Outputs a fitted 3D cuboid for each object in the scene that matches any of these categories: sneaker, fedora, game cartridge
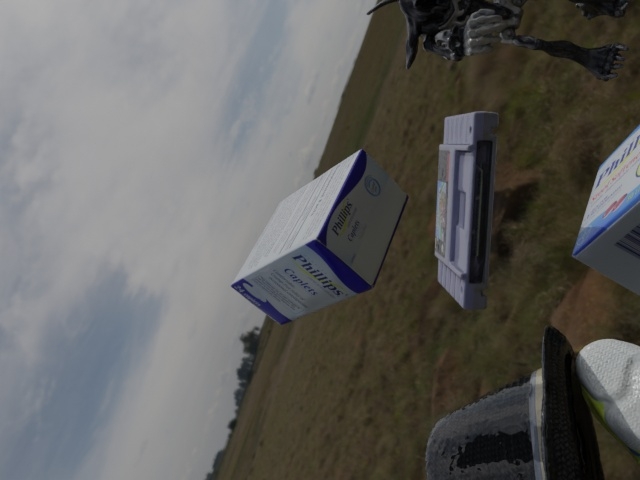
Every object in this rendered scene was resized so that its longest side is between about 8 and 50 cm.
[{"bbox_3d":[0.331,0.205,0.542,0.240,0.091,0.126,55,171,45],"label":"sneaker"},{"bbox_3d":[0.196,0.243,0.584,0.334,0.153,0.334,40,-136,-54],"label":"fedora"},{"bbox_3d":[0.276,-0.066,1.139,0.230,0.068,0.354,-121,31,-79],"label":"game cartridge"}]

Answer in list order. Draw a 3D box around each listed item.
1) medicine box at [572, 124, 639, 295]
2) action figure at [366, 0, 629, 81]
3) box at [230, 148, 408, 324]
[{"bbox_3d":[0.615,-0.096,1.043,0.289,0.149,0.263,-56,-6,-36],"label":"medicine box"},{"bbox_3d":[0.187,-0.259,0.626,0.141,0.276,0.164,3,-80,-84],"label":"action figure"},{"bbox_3d":[0.000,0.000,0.562,0.137,0.072,0.126,-28,27,45],"label":"box"}]
